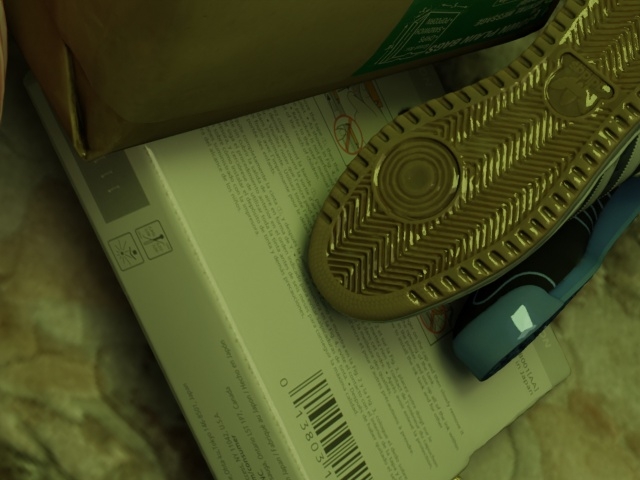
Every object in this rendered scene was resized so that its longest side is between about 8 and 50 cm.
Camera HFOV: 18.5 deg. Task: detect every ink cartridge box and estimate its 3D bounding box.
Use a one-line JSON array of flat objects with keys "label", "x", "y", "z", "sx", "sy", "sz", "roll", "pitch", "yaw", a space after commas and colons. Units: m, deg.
[{"label": "ink cartridge box", "x": 0.000, "y": 0.000, "z": 1.078, "sx": 0.261, "sy": 0.066, "sz": 0.296, "roll": -31, "pitch": 98, "yaw": -52}]

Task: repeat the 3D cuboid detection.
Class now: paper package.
[{"label": "paper package", "x": -0.033, "y": -0.231, "z": 0.971, "sx": 0.325, "sy": 0.168, "sz": 0.309, "roll": -19, "pitch": 71, "yaw": -37}]

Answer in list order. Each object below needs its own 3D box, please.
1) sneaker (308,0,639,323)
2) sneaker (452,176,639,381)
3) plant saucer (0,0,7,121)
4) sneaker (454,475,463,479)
[{"label": "sneaker", "x": 0.122, "y": -0.046, "z": 1.052, "sx": 0.282, "sy": 0.153, "sz": 0.099, "roll": -41, "pitch": 72, "yaw": -1}, {"label": "sneaker", "x": 0.124, "y": -0.014, "z": 1.128, "sx": 0.090, "sy": 0.081, "sz": 0.232, "roll": 41, "pitch": 48, "yaw": 3}, {"label": "plant saucer", "x": -0.265, "y": -0.025, "z": 0.812, "sx": 0.332, "sy": 0.332, "sz": 0.084, "roll": -27, "pitch": 51, "yaw": -29}, {"label": "sneaker", "x": 0.082, "y": 0.170, "z": 1.117, "sx": 0.037, "sy": 0.032, "sz": 0.083, "roll": -40, "pitch": 96, "yaw": -13}]
